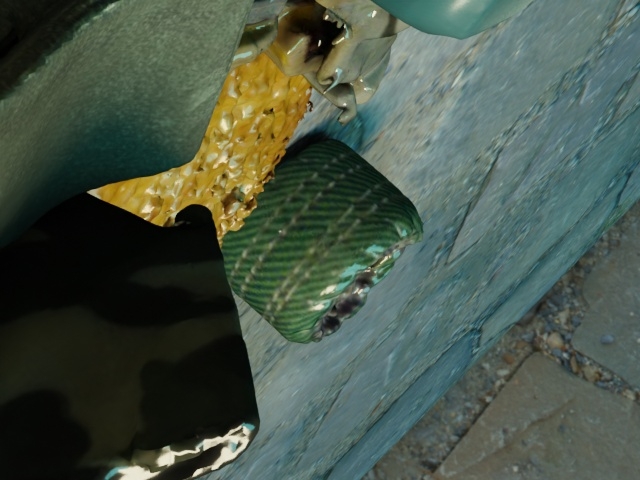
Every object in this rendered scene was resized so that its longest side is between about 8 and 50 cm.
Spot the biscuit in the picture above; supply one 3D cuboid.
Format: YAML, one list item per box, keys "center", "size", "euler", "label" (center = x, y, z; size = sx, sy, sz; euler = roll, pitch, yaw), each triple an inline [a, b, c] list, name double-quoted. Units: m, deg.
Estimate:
- center: [-0.087, -0.016, 1.010]
  size: [0.254, 0.035, 0.254]
  euler: [-45, 168, -13]
  label: "biscuit"

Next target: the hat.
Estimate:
- center: [-0.218, 0.106, 0.687]
  size: [0.382, 0.257, 0.366]
  euler: [0, 147, -37]
  label: "hat"

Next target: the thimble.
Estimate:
- center: [-0.002, 0.001, 1.227]
  size: [0.118, 0.090, 0.135]
  euler: [-50, 170, 18]
  label: "thimble"

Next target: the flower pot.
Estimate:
- center: [-0.127, -0.050, 0.615]
  size: [0.229, 0.103, 0.108]
  euler: [-36, 162, -40]
  label: "flower pot"

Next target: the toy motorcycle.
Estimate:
- center: [-0.014, -0.104, 0.865]
  size: [0.229, 0.094, 0.130]
  euler: [-22, 156, -46]
  label: "toy motorcycle"

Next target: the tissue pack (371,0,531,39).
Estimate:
- center: [0.074, -0.210, 0.617]
  size: [0.287, 0.206, 0.198]
  euler: [-34, 170, -44]
  label: "tissue pack"
